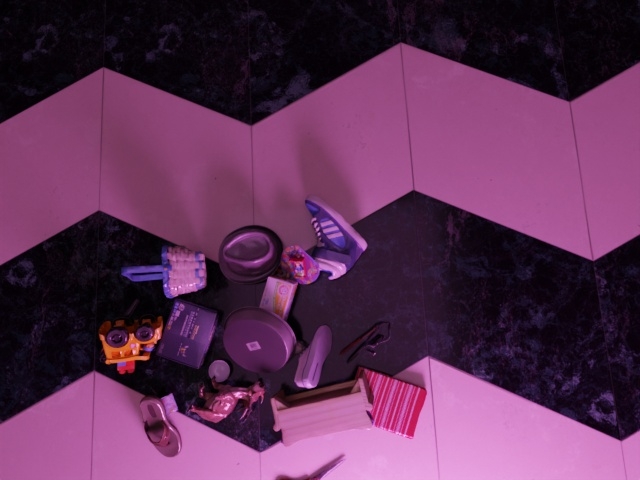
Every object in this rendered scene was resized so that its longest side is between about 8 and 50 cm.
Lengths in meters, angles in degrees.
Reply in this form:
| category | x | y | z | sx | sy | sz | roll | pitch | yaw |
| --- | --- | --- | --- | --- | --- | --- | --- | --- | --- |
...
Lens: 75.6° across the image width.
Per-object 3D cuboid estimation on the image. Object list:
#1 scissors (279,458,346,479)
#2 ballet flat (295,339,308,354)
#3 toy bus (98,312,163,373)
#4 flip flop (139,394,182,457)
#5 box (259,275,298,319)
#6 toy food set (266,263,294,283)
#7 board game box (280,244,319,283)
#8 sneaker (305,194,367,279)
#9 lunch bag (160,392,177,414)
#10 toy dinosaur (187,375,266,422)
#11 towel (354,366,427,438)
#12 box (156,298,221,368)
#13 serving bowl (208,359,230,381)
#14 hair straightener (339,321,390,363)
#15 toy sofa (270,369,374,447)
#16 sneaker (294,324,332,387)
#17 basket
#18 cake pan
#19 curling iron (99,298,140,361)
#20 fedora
| category | x | y | z | sx | sy | sz | roll | pitch | yaw |
| --- | --- | --- | --- | --- | --- | --- | --- | --- | --- |
| scissors | -0.026 | 0.915 | 1.548 | 0.298 | 0.021 | 0.108 | -19 | 78 | -1 |
| ballet flat | -0.142 | 0.411 | 1.606 | 0.189 | 0.070 | 0.070 | -1 | 81 | 4 |
| toy bus | -0.724 | 0.407 | 1.605 | 0.221 | 0.149 | 0.211 | -5 | 101 | -16 |
| flip flop | -0.609 | 0.710 | 1.548 | 0.113 | 0.080 | 0.276 | -11 | 109 | 3 |
| box | -0.170 | 0.245 | 1.597 | 0.103 | 0.114 | 0.202 | 16 | 89 | 6 |
| toy food set | -0.165 | 0.134 | 1.673 | 0.122 | 0.019 | 0.077 | -14 | 81 | 9 |
| board game box | -0.088 | 0.103 | 1.599 | 0.169 | 0.033 | 0.133 | 43 | 124 | 2 |
| sneaker | 0.000 | 0.000 | 1.624 | 0.323 | 0.130 | 0.236 | 43 | 82 | 3 |
| lunch bag | -0.600 | 0.642 | 1.605 | 0.083 | 0.053 | 0.071 | -28 | 81 | 10 |
| toy dinosaur | -0.368 | 0.627 | 1.568 | 0.296 | 0.127 | 0.200 | -32 | 117 | 14 |
| towel | 0.249 | 0.615 | 1.569 | 0.275 | 0.031 | 0.198 | 17 | 85 | 8 |
| box | -0.522 | 0.366 | 1.638 | 0.184 | 0.059 | 0.232 | 18 | 83 | 5 |
| serving bowl | -0.396 | 0.512 | 1.624 | 0.084 | 0.027 | 0.083 | 0 | 81 | 3 |
| hair straightener | 0.189 | 0.401 | 1.603 | 0.231 | 0.047 | 0.089 | -38 | 81 | -7 |
| toy sofa | 0.014 | 0.611 | 1.509 | 0.363 | 0.150 | 0.176 | -16 | 81 | 7 |
| sneaker | -0.033 | 0.428 | 1.548 | 0.092 | 0.258 | 0.094 | -14 | 123 | 34 |
| basket | -0.590 | 0.122 | 1.589 | 0.290 | 0.255 | 0.200 | -7 | 82 | -17 |
| cake pan | -0.236 | 0.381 | 1.541 | 0.294 | 0.054 | 0.292 | 6 | 117 | 12 |
| curling iron | -0.806 | 0.364 | 1.671 | 0.068 | 0.035 | 0.273 | 26 | 80 | -11 |
| fedora | -0.288 | 0.044 | 1.632 | 0.276 | 0.124 | 0.243 | -4 | 75 | 4 |
